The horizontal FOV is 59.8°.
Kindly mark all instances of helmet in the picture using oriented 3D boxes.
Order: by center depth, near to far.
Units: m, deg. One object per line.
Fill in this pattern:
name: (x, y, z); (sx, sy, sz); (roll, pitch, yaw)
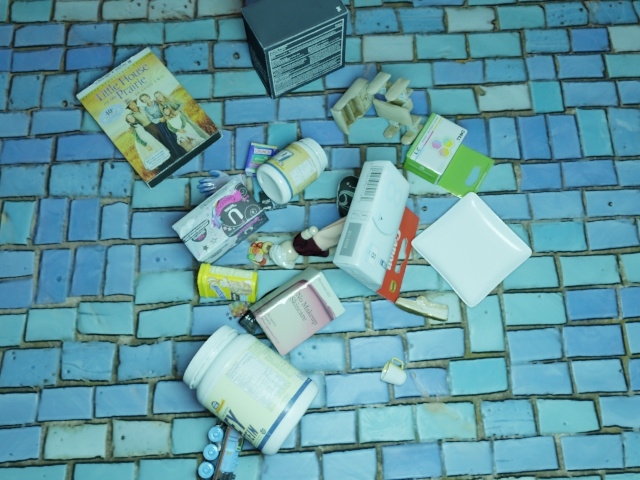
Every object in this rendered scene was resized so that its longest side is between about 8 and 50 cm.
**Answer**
helmet: (0.146, -0.133, 1.752); (0.162, 0.169, 0.169); (6, 73, 20)

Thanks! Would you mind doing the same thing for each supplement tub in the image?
supplement tub: (-0.194, 0.411, 1.558); (0.325, 0.235, 0.235); (35, 77, 10)
supplement tub: (-0.089, -0.225, 1.777); (0.144, 0.144, 0.200); (44, 65, 11)

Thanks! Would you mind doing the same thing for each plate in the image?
plate: (0.475, 0.027, 1.765); (0.278, 0.045, 0.277); (-40, 77, -10)

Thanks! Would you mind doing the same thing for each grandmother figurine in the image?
grandmother figurine: (0.000, 0.000, 1.700); (0.342, 0.208, 0.104); (-20, 52, 19)

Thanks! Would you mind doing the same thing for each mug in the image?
mug: (0.224, 0.393, 1.654); (0.064, 0.062, 0.078); (25, 82, -1)

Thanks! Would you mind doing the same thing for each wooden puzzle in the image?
wooden puzzle: (-0.255, 0.213, 1.733); (0.083, 0.006, 0.049); (-23, 75, -6)

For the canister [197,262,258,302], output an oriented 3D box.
canister: (-0.278, 0.132, 1.694); (0.170, 0.126, 0.073); (8, 55, 0)

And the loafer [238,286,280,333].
loafer: (-0.172, 0.212, 1.713); (0.170, 0.062, 0.061); (-43, 101, -8)

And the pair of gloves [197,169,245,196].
pair of gloves: (-0.318, -0.146, 1.828); (0.159, 0.023, 0.198); (-13, 75, -4)

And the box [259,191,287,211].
box: (-0.156, -0.132, 1.826); (0.083, 0.018, 0.067); (-9, 74, -3)

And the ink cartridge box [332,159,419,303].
ink cartridge box: (0.206, -0.005, 1.610); (0.091, 0.385, 0.308); (6, 71, 38)

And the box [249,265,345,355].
box: (-0.070, 0.205, 1.646); (0.232, 0.127, 0.148); (-35, 103, -11)

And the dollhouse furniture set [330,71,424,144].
dollhouse furniture set: (0.182, -0.414, 1.813); (0.242, 0.212, 0.161); (28, 73, 35)

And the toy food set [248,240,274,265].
toy food set: (-0.189, 0.039, 1.776); (0.083, 0.020, 0.082); (10, 74, 3)

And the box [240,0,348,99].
box: (-0.079, -0.665, 1.836); (0.296, 0.294, 0.182); (-27, 76, -8)

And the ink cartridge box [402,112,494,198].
ink cartridge box: (0.429, -0.270, 1.824); (0.255, 0.097, 0.188); (30, 76, 9)

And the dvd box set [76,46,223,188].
dvd box set: (-0.579, -0.422, 1.888); (0.308, 0.062, 0.420); (-38, 78, -10)

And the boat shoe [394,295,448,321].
boat shoe: (0.312, 0.200, 1.710); (0.170, 0.063, 0.059); (18, 72, -5)

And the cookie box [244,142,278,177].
cookie box: (-0.195, -0.263, 1.852); (0.092, 0.040, 0.107); (9, 73, 4)

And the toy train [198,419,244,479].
toy train: (-0.279, 0.607, 1.585); (0.105, 0.080, 0.184); (14, 74, -2)

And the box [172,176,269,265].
box: (-0.300, -0.053, 1.714); (0.247, 0.163, 0.142); (-39, 82, -4)
